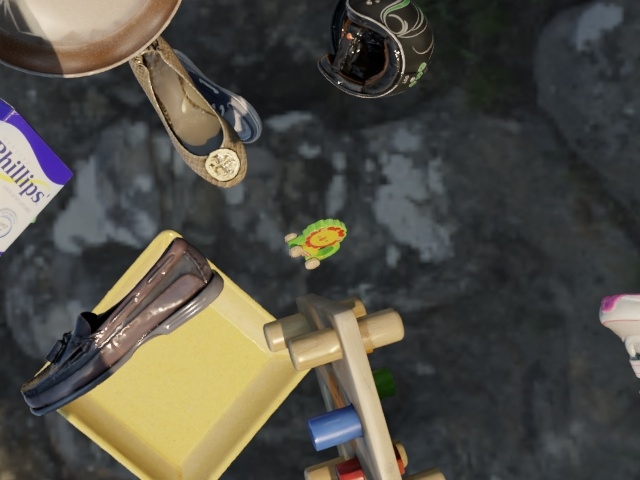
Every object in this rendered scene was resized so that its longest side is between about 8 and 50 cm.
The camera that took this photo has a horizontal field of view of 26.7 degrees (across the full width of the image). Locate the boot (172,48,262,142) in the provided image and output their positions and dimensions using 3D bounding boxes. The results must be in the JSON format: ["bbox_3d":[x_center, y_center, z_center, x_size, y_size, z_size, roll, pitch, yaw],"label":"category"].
[{"bbox_3d":[-0.168,-0.188,1.923,0.069,0.190,0.086,-44,18,30],"label":"boot"}]

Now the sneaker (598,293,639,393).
[{"bbox_3d":[0.420,0.152,1.580,0.103,0.252,0.111,-20,38,61],"label":"sneaker"}]

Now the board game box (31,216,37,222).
[{"bbox_3d":[-0.505,-0.073,1.904,0.136,0.201,0.035,34,104,21],"label":"board game box"}]

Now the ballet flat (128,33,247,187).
[{"bbox_3d":[-0.183,-0.178,1.818,0.250,0.084,0.058,59,-176,-7],"label":"ballet flat"}]

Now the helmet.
[{"bbox_3d":[0.084,-0.294,1.983,0.161,0.169,0.169,-53,-23,-57],"label":"helmet"}]

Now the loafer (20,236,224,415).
[{"bbox_3d":[-0.271,0.107,1.752,0.095,0.302,0.109,55,180,-19],"label":"loafer"}]

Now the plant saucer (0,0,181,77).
[{"bbox_3d":[-0.310,-0.350,1.601,0.050,0.311,0.310,-124,37,-66],"label":"plant saucer"}]

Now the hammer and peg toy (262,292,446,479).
[{"bbox_3d":[0.053,0.240,1.519,0.266,0.127,0.361,-176,70,-80],"label":"hammer and peg toy"}]

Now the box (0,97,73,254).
[{"bbox_3d":[-0.350,-0.067,1.406,0.072,0.137,0.126,31,166,34],"label":"box"}]

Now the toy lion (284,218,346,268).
[{"bbox_3d":[0.000,0.000,2.133,0.100,0.096,0.034,40,-152,-59],"label":"toy lion"}]

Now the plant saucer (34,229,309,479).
[{"bbox_3d":[-0.237,0.206,2.172,0.332,0.333,0.081,-50,14,-8],"label":"plant saucer"}]
